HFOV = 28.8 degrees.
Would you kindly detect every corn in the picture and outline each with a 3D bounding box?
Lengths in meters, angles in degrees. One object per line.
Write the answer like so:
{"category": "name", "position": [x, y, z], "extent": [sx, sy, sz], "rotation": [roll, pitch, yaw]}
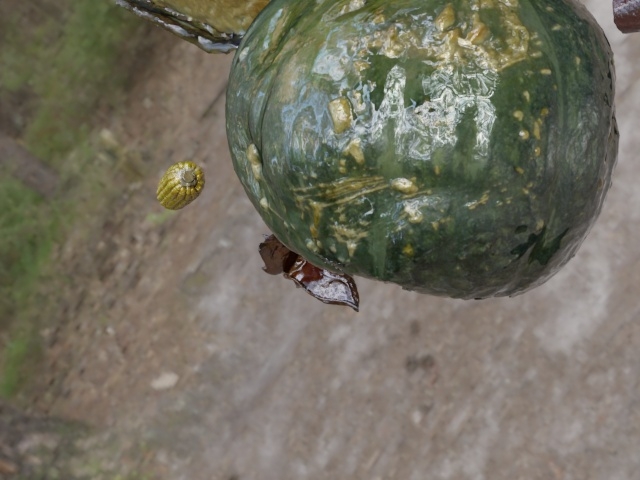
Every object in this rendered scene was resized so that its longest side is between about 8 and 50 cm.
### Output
{"category": "corn", "position": [-0.233, -0.091, 2.080], "extent": [0.068, 0.068, 0.207], "rotation": [-59, 8, -12]}

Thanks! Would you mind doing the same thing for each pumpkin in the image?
{"category": "pumpkin", "position": [0.077, -0.092, 0.984], "extent": [0.327, 0.291, 0.257], "rotation": [-132, 48, -71]}

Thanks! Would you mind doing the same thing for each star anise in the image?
{"category": "star anise", "position": [-0.005, -0.005, 1.499], "extent": [0.144, 0.140, 0.158], "rotation": [-55, 20, -6]}

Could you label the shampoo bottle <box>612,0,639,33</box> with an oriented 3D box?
{"category": "shampoo bottle", "position": [0.476, -0.300, 1.519], "extent": [0.236, 0.067, 0.068], "rotation": [-4, 22, 39]}

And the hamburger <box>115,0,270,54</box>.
{"category": "hamburger", "position": [-0.105, -0.332, 1.185], "extent": [0.195, 0.318, 0.277], "rotation": [-40, -30, -29]}
